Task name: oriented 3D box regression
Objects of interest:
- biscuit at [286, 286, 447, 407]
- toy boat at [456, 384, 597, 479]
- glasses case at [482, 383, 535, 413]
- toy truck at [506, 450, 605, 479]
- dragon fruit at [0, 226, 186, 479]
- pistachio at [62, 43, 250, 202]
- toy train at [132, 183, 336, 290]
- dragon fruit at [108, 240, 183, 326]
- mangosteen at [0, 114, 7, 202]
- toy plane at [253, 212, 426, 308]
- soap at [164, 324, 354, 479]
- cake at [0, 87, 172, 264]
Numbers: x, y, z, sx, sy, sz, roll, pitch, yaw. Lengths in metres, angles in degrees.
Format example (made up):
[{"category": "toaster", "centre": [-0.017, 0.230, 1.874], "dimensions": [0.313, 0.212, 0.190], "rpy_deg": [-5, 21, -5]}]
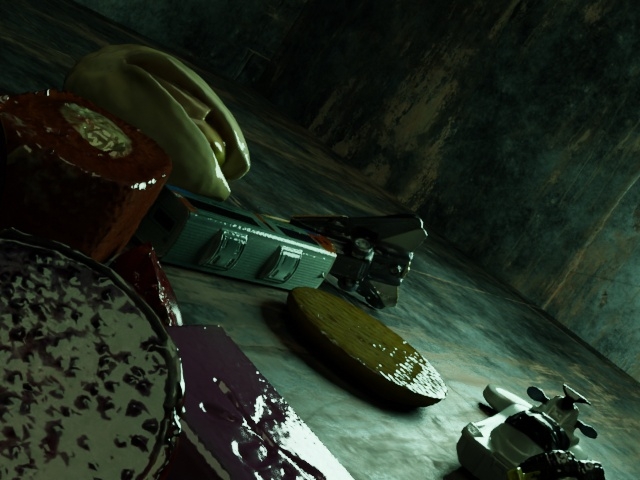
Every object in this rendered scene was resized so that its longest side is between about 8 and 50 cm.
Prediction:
[{"category": "biscuit", "centre": [0.062, 0.150, 1.398], "dimensions": [0.262, 0.037, 0.262], "rpy_deg": [32, 10, -7]}, {"category": "toy boat", "centre": [0.280, 0.260, 1.312], "dimensions": [0.141, 0.140, 0.269], "rpy_deg": [38, 26, 23]}, {"category": "glasses case", "centre": [0.328, 0.280, 1.582], "dimensions": [0.164, 0.041, 0.063], "rpy_deg": [33, 11, 0]}, {"category": "toy truck", "centre": [0.259, 0.306, 1.075], "dimensions": [0.286, 0.111, 0.136], "rpy_deg": [33, 38, -56]}, {"category": "dragon fruit", "centre": [-0.196, 0.119, 0.585], "dimensions": [0.218, 0.148, 0.224], "rpy_deg": [-26, 66, -42]}, {"category": "pistachio", "centre": [-0.258, -0.182, 1.578], "dimensions": [0.318, 0.214, 0.193], "rpy_deg": [42, 54, -5]}, {"category": "toy train", "centre": [-0.093, 0.013, 1.424], "dimensions": [0.089, 0.086, 0.409], "rpy_deg": [41, 13, 32]}, {"category": "dragon fruit", "centre": [-0.175, 0.054, 1.062], "dimensions": [0.097, 0.063, 0.131], "rpy_deg": [29, 12, -21]}, {"category": "mangosteen", "centre": [-0.341, -0.064, 0.781], "dimensions": [0.211, 0.211, 0.250], "rpy_deg": [33, -1, -2]}, {"category": "toy plane", "centre": [0.000, 0.008, 1.659], "dimensions": [0.316, 0.204, 0.103], "rpy_deg": [12, 36, -11]}, {"category": "soap", "centre": [-0.054, 0.179, 0.722], "dimensions": [0.259, 0.081, 0.181], "rpy_deg": [46, 14, 18]}, {"category": "cake", "centre": [-0.271, -0.058, 1.053], "dimensions": [0.177, 0.150, 0.283], "rpy_deg": [36, 12, 2]}]
